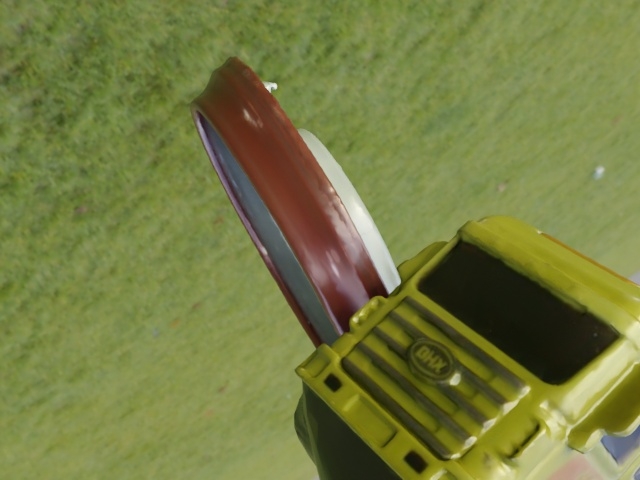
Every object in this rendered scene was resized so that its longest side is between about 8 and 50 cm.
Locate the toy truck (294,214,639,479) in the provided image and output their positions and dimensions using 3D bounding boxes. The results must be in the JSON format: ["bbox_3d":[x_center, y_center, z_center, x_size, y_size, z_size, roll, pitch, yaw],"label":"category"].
[{"bbox_3d":[0.172,0.158,0.613,0.254,0.181,0.405,-48,130,-8],"label":"toy truck"}]

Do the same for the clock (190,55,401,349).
[{"bbox_3d":[0.000,0.000,0.760,0.080,0.318,0.318,-31,163,-8],"label":"clock"}]
